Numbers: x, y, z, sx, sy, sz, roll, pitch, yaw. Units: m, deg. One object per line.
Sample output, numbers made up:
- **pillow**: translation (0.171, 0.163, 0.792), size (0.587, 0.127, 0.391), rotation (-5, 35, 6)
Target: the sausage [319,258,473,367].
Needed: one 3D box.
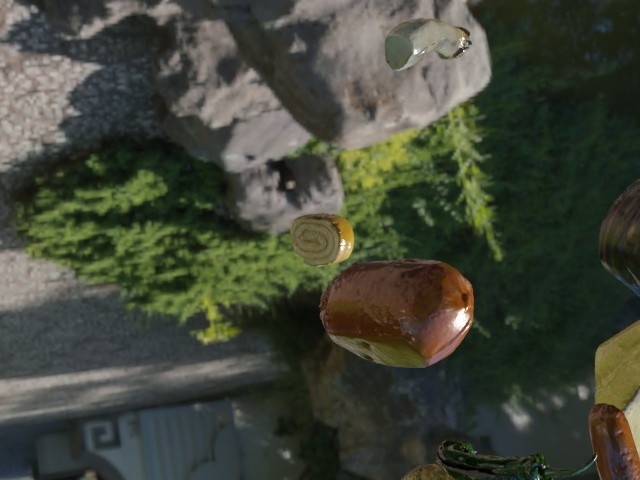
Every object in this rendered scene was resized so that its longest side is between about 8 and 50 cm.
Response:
- **sausage**: translation (0.115, 0.106, 1.454), size (0.153, 0.141, 0.268), rotation (39, 156, -29)

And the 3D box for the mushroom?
- **mushroom**: translation (0.209, -0.382, 1.861), size (0.081, 0.092, 0.223), rotation (10, -158, 38)

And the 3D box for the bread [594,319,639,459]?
- **bread**: translation (0.701, 0.279, 1.789), size (0.346, 0.242, 0.405), rotation (18, 147, -25)

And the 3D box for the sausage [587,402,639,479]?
- **sausage**: translation (0.503, 0.372, 1.649), size (0.076, 0.197, 0.076), rotation (-14, 179, 0)

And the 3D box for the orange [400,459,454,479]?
- **orange**: translation (0.214, 0.484, 1.801), size (0.157, 0.134, 0.156), rotation (-3, 137, -3)

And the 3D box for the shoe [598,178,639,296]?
- **shoe**: translation (0.518, 0.067, 1.135), size (0.384, 0.171, 0.237), rotation (32, 180, -32)

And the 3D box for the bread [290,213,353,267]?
- **bread**: translation (0.000, 0.000, 2.228), size (0.149, 0.122, 0.073), rotation (2, -175, 35)

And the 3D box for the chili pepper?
- **chili pepper**: translation (0.245, 0.318, 1.346), size (0.122, 0.065, 0.279), rotation (-21, -172, -30)
